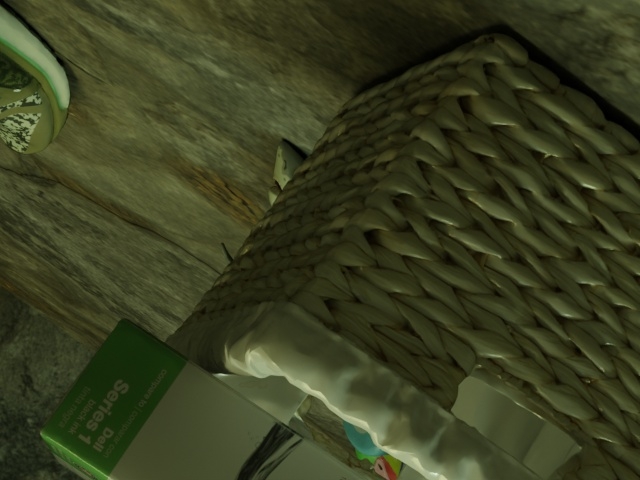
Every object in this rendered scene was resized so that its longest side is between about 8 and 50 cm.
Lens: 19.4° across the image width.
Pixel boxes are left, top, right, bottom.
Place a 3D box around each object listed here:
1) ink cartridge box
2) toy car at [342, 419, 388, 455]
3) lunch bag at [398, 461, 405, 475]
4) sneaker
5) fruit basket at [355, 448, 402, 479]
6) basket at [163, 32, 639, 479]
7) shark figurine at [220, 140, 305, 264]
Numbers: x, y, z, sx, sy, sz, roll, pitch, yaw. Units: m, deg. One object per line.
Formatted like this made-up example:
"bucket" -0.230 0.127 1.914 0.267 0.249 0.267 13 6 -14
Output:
"ink cartridge box" -0.057 0.157 1.185 0.219 0.092 0.160 34 167 5
"toy car" 0.183 0.135 1.600 0.219 0.238 0.210 -2 -129 -37
"lunch bag" 0.155 0.195 1.837 0.096 0.151 0.129 42 163 -31
"sneaker" -0.372 -0.162 1.712 0.158 0.182 0.410 26 165 25
"fruit basket" 0.136 0.272 2.132 0.353 0.165 0.327 22 163 48
"basket" 0.109 0.067 1.256 0.328 0.266 0.331 35 167 -11
"shark figurine" 0.003 0.023 1.711 0.166 0.116 0.278 64 163 14
